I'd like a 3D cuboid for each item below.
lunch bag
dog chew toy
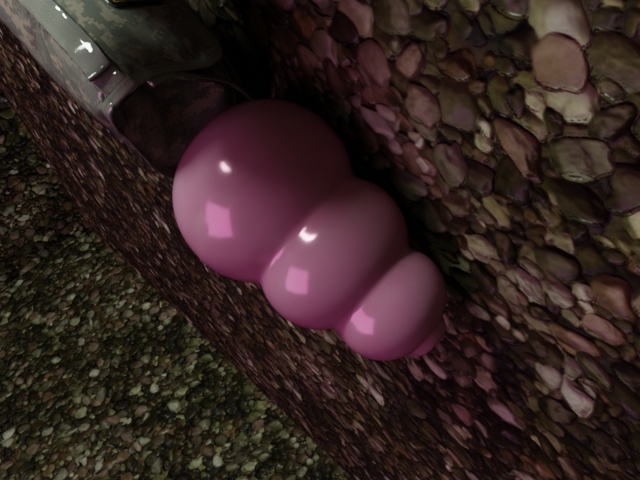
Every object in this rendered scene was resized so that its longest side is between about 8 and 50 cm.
[{"bbox_3d":[-0.215,-0.211,0.737,0.235,0.169,0.287,47,-174,10],"label":"lunch bag"},{"bbox_3d":[0.000,0.000,0.724,0.332,0.206,0.206,41,158,5],"label":"dog chew toy"}]
